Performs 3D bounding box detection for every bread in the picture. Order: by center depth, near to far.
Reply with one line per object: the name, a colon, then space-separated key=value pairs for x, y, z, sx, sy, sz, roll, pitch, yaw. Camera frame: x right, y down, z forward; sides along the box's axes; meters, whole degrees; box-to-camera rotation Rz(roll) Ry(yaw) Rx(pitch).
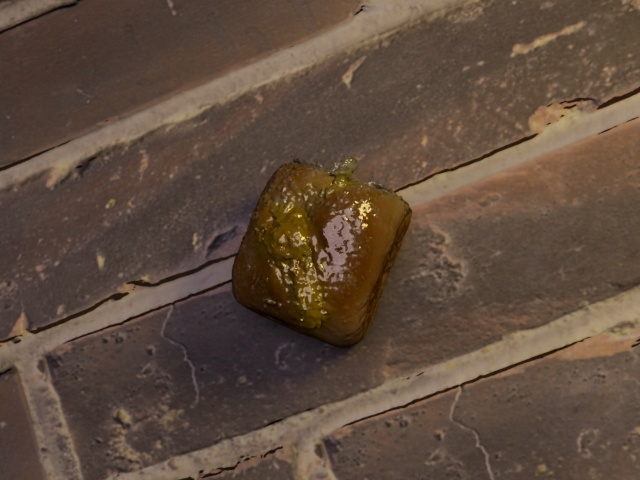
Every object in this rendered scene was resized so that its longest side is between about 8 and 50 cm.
bread: x=0.000 y=0.000 z=1.977 sx=0.195 sy=0.176 sz=0.246 roll=19 pitch=81 yaw=15
